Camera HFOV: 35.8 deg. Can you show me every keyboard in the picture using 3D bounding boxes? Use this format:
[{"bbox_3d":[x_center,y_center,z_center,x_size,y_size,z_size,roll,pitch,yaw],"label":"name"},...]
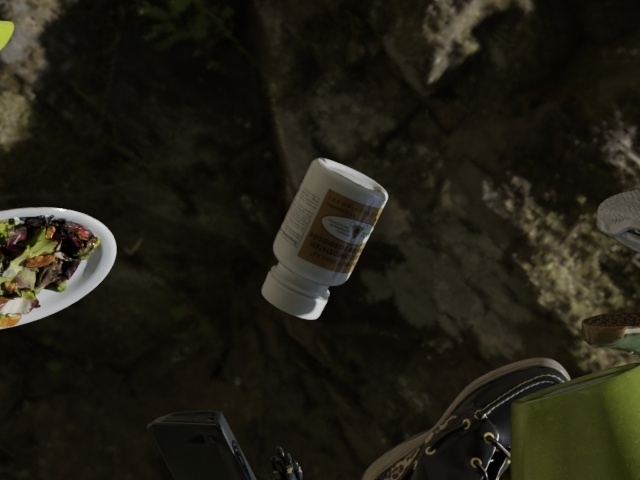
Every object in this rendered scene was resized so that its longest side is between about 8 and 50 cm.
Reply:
[{"bbox_3d":[-0.081,0.335,1.243,0.201,0.317,0.033,-3,-146,30],"label":"keyboard"}]

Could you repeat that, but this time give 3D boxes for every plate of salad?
[{"bbox_3d":[-0.278,0.038,0.883,0.200,0.048,0.200,-18,152,-10],"label":"plate of salad"}]

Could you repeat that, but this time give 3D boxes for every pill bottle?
[{"bbox_3d":[0.000,0.000,1.535,0.229,0.131,0.131,-64,179,14],"label":"pill bottle"}]

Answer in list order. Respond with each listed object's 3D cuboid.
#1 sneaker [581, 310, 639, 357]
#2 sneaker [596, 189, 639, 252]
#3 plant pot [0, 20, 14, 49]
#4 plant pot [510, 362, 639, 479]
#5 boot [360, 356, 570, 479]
[{"bbox_3d":[0.393,0.125,1.125,0.064,0.192,0.086,-127,-147,-77],"label":"sneaker"},{"bbox_3d":[0.544,0.070,1.354,0.137,0.366,0.210,-40,141,-53],"label":"sneaker"},{"bbox_3d":[-0.483,-0.287,1.074,0.228,0.207,0.227,-6,-170,17],"label":"plant pot"},{"bbox_3d":[0.299,0.278,0.958,0.275,0.293,0.275,-17,172,-2],"label":"plant pot"},{"bbox_3d":[0.224,0.356,1.405,0.377,0.138,0.284,-36,-156,14],"label":"boot"}]
